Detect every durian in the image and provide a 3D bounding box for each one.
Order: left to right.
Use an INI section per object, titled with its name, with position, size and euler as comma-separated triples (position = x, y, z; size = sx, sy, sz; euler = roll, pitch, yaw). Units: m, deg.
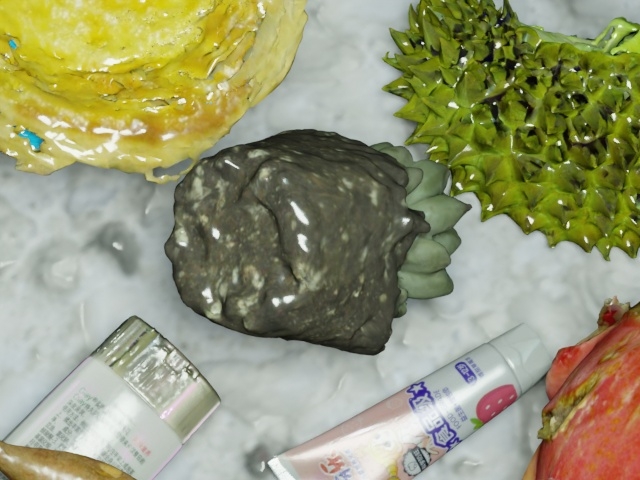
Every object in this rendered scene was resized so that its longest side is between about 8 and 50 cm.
[durian]
position = 0.213, -0.089, 1.351
size = 0.355, 0.157, 0.169
euler = 10, 38, -10

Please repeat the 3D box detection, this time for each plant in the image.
[plant]
position = 0.000, 0.000, 1.237
size = 0.129, 0.194, 0.132
euler = 27, 107, 35

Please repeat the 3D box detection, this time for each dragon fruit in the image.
[dragon fruit]
position = 0.286, 0.124, 1.216
size = 0.291, 0.269, 0.250
euler = -34, 94, -14

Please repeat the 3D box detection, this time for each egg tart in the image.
[egg tart]
position = -0.138, -0.157, 1.280
size = 0.290, 0.107, 0.291
euler = 3, 71, -8

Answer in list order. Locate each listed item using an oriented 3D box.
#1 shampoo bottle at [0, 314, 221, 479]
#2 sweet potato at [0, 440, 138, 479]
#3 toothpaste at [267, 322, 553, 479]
[shampoo bottle]
position = -0.166, 0.153, 1.214
size = 0.086, 0.056, 0.227
euler = 45, 71, -6
[sweet potato]
position = -0.097, 0.216, 1.185
size = 0.067, 0.059, 0.281
euler = -28, 100, 18
[toothpaste]
position = 0.064, 0.120, 1.282
size = 0.194, 0.043, 0.067
euler = -32, 87, -12
